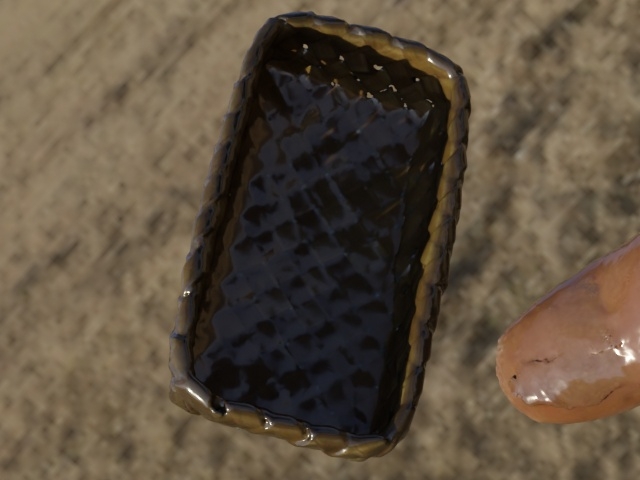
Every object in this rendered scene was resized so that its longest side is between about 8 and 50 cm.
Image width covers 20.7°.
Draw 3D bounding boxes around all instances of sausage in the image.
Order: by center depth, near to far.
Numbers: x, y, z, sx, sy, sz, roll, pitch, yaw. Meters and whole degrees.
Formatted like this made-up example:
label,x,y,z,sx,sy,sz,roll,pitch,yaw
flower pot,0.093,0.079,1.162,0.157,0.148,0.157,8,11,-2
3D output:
label,x,y,z,sx,sy,sz,roll,pitch,yaw
sausage,0.183,-0.021,0.648,0.304,0.078,0.078,-45,15,30

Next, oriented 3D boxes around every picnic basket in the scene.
label,x,y,z,sx,sy,sz,roll,pitch,yaw
picnic basket,0.000,0.000,0.747,0.055,0.110,0.193,118,168,-63
